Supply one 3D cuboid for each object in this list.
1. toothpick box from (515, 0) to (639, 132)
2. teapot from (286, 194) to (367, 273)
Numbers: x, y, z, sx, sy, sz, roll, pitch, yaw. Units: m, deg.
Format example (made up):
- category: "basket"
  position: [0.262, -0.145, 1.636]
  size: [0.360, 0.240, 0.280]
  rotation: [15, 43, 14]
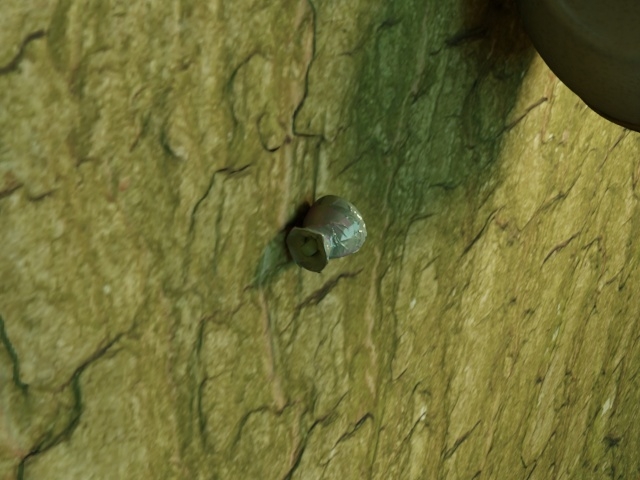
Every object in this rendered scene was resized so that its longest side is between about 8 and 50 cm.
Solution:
- category: "toothpick box"
  position: [0.427, -0.313, 2.067]
  size: [0.425, 0.408, 0.409]
  rotation: [6, 102, -65]
- category: "teapot"
  position: [0.000, 0.000, 1.770]
  size: [0.064, 0.064, 0.083]
  rotation: [-39, 174, -40]
